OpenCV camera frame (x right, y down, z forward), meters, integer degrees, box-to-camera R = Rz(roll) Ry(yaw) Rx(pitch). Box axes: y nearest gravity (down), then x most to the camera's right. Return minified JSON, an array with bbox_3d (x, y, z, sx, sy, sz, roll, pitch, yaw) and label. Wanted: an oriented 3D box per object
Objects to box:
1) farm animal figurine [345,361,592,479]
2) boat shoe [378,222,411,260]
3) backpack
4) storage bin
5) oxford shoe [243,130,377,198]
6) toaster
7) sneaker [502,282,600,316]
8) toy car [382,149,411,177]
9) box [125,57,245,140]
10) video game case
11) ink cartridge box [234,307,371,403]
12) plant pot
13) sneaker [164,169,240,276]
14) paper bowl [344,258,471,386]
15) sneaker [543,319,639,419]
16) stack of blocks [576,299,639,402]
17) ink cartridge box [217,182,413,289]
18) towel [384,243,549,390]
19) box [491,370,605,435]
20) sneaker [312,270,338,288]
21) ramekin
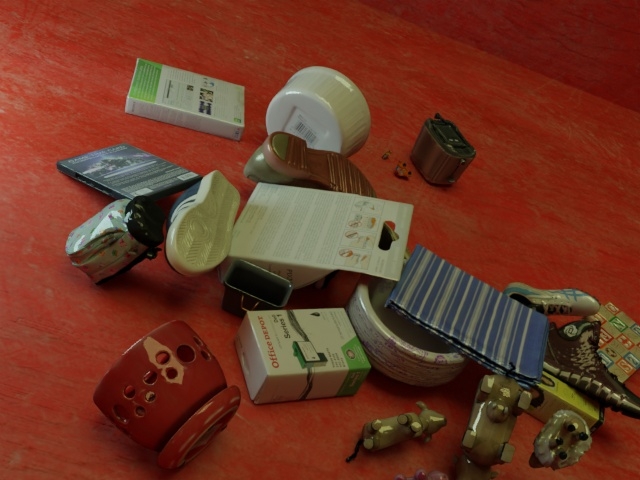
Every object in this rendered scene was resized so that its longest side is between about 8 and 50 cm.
[{"bbox_3d":[0.266,0.370,1.204,0.330,0.172,0.327,37,80,17],"label":"farm animal figurine"},{"bbox_3d":[0.192,0.026,1.683,0.072,0.068,0.190,0,52,-46],"label":"boat shoe"},{"bbox_3d":[-0.397,-0.002,1.286,0.115,0.182,0.152,53,12,-26],"label":"backpack"},{"bbox_3d":[-0.139,0.119,1.355,0.135,0.091,0.098,23,39,-1],"label":"storage bin"},{"bbox_3d":[-0.017,-0.152,1.715,0.397,0.146,0.140,26,48,-34],"label":"oxford shoe"},{"bbox_3d":[0.372,-0.278,2.069,0.129,0.146,0.227,0,44,-30],"label":"toaster"},{"bbox_3d":[0.569,0.161,1.654,0.237,0.085,0.086,6,42,28],"label":"sneaker"},{"bbox_3d":[0.232,-0.228,2.039,0.040,0.060,0.122,-37,37,-3],"label":"toy car"},{"bbox_3d":[-0.375,-0.402,1.883,0.322,0.058,0.232,13,39,-17],"label":"box"},{"bbox_3d":[-0.434,-0.154,1.510,0.274,0.026,0.196,23,33,30],"label":"video game case"},{"bbox_3d":[-0.038,0.219,1.289,0.219,0.092,0.160,1,43,-29],"label":"ink cartridge box"},{"bbox_3d":[-0.234,0.250,1.066,0.174,0.191,0.191,41,40,13],"label":"plant pot"},{"bbox_3d":[-0.271,-0.013,1.385,0.131,0.148,0.350,50,23,-18],"label":"sneaker"},{"bbox_3d":[0.187,0.185,1.409,0.284,0.148,0.284,16,38,-13],"label":"paper bowl"},{"bbox_3d":[0.611,0.263,1.450,0.281,0.106,0.162,26,80,24],"label":"sneaker"},{"bbox_3d":[0.689,0.274,1.629,0.297,0.087,0.171,-19,54,-42],"label":"stack of blocks"},{"bbox_3d":[0.000,0.000,1.488,0.385,0.091,0.308,9,35,9],"label":"ink cartridge box"},{"bbox_3d":[0.316,0.147,1.376,0.336,0.040,0.243,30,37,6],"label":"towel"},{"bbox_3d":[0.489,0.342,1.441,0.232,0.087,0.058,29,35,7],"label":"box"},{"bbox_3d":[0.052,0.044,1.560,0.121,0.079,0.217,18,36,-7],"label":"sneaker"},{"bbox_3d":[-0.015,-0.319,1.811,0.277,0.277,0.135,32,46,10],"label":"ramekin"}]
